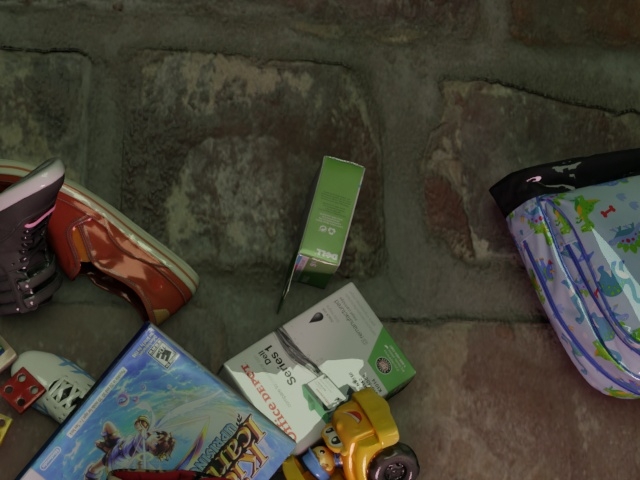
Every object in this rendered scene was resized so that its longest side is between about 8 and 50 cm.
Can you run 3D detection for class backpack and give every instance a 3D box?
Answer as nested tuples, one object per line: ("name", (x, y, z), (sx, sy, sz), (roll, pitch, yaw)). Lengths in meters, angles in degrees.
("backpack", (0.437, 0.049, 2.101), (0.290, 0.273, 0.355), (-9, 85, -22))

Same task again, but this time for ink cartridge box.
("ink cartridge box", (0.000, 0.000, 2.080), (0.062, 0.109, 0.209), (17, 68, -5))
("ink cartridge box", (-0.009, 0.185, 2.020), (0.219, 0.092, 0.160), (-32, 80, -20))

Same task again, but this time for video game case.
("video game case", (-0.207, 0.281, 1.876), (0.244, 0.061, 0.269), (40, 84, -9))

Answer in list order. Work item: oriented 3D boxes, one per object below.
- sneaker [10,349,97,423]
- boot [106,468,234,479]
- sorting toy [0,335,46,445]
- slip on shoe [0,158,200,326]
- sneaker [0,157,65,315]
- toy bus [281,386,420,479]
("sneaker", (-0.304, 0.221, 1.949), (0.237, 0.086, 0.085), (38, 69, 4))
("boot", (-0.130, 0.432, 1.801), (0.378, 0.138, 0.284), (12, 91, -26))
("sorting toy", (-0.480, 0.149, 1.932), (0.132, 0.046, 0.274), (-41, 71, -13))
("slip on shoe", (-0.320, 0.000, 2.012), (0.331, 0.123, 0.101), (35, 71, -3))
("sneaker", (-0.370, 0.002, 1.922), (0.147, 0.296, 0.104), (53, 49, -3))
("toy bus", (0.016, 0.323, 1.914), (0.212, 0.149, 0.220), (-14, 115, -10))
